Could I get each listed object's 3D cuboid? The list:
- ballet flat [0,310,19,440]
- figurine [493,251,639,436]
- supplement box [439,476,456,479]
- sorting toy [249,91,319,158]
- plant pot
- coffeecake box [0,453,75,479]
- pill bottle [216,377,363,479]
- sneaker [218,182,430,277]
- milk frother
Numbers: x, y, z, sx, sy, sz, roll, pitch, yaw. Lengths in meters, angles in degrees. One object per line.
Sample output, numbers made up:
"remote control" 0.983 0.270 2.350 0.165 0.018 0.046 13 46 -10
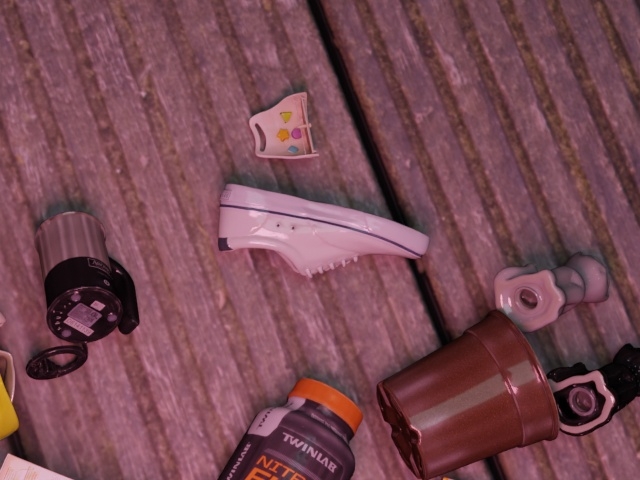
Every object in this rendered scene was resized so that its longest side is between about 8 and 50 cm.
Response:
"ballet flat" -0.385 0.115 1.820 0.077 0.077 0.231 -6 76 -37
"figurine" 0.319 0.110 1.953 0.209 0.092 0.215 -12 73 -55
"supplement box" 0.176 0.309 1.894 0.098 0.062 0.036 18 68 -9
"sorting toy" -0.047 -0.131 1.991 0.075 0.045 0.083 -9 76 -9
"plant pot" 0.163 0.187 1.885 0.165 0.167 0.167 -23 80 -11
"coffeecake box" -0.264 0.302 1.745 0.185 0.142 0.068 23 69 -6
"pill bottle" -0.046 0.275 1.814 0.130 0.130 0.246 32 68 -2
"sneaker" 0.000 0.000 1.945 0.258 0.094 0.091 12 91 -7
"milk frother" -0.289 0.068 1.843 0.143 0.129 0.135 -28 42 8
